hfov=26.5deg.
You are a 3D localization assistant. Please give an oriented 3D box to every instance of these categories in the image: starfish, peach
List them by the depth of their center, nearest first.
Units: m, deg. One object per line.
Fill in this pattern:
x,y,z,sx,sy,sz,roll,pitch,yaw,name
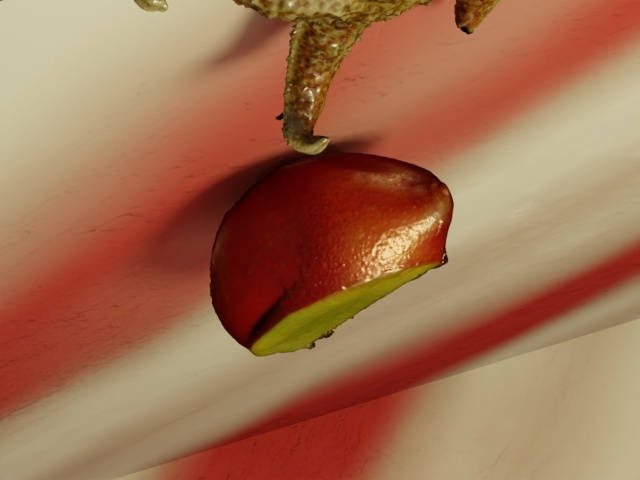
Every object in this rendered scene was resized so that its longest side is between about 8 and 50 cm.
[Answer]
0.030,-0.169,0.899,0.312,0.113,0.303,-12,161,-28,starfish
-0.006,0.002,1.278,0.154,0.158,0.267,-16,168,-46,peach
